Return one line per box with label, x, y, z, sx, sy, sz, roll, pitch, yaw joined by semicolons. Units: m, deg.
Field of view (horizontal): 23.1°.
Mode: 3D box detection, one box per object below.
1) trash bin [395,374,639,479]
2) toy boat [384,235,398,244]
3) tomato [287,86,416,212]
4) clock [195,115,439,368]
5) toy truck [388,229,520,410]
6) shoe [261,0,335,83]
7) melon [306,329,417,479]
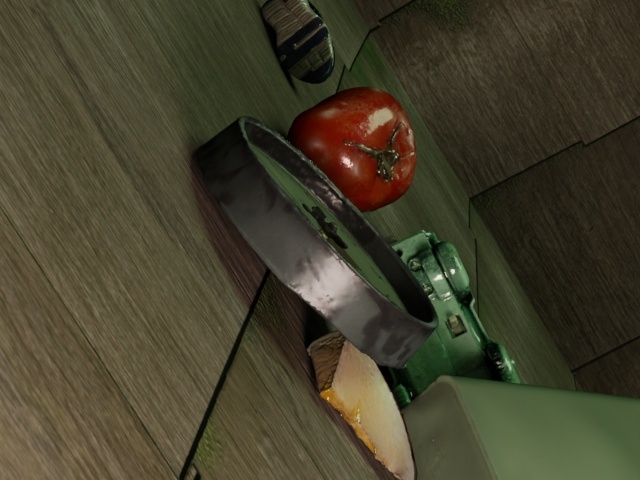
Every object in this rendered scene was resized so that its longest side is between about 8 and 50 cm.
trash bin;0.260;0.278;1.783;0.343;0.158;0.223;17;40;-40
toy boat;0.126;0.058;2.367;0.096;0.034;0.122;-104;169;-53
tomato;0.038;-0.117;2.118;0.187;0.151;0.187;-22;116;-53
clock;0.000;0.000;1.687;0.325;0.067;0.325;45;10;-10
toy truck;0.143;0.128;1.949;0.279;0.155;0.156;66;4;26
shoe;-0.020;-0.314;2.465;0.106;0.091;0.207;42;17;-42
melon;0.052;0.183;1.675;0.182;0.054;0.098;52;20;-33
